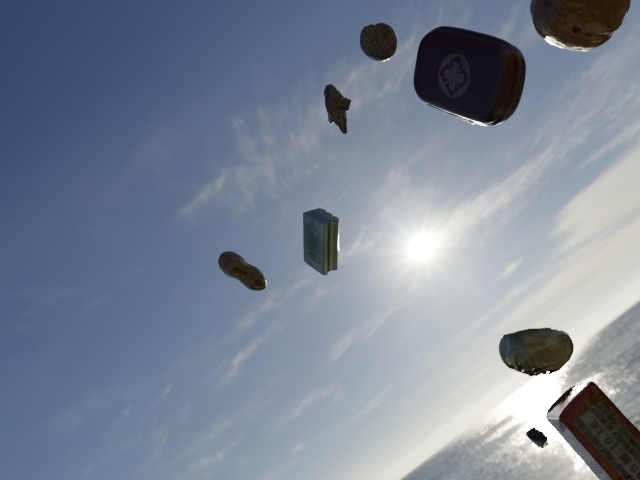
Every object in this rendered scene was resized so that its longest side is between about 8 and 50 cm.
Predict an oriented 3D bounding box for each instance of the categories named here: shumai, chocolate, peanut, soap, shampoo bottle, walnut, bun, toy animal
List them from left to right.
[{"bbox_3d":[-0.265,0.107,1.862,0.089,0.193,0.089,-57,5,8],"label":"peanut"},{"bbox_3d":[0.000,0.000,1.766,0.066,0.119,0.198,-25,-49,-34],"label":"soap"},{"bbox_3d":[0.056,-0.495,2.045,0.089,0.179,0.188,-21,-64,-7],"label":"toy animal"},{"bbox_3d":[0.215,-0.715,1.939,0.116,0.145,0.145,-47,-13,-40],"label":"shumai"},{"bbox_3d":[0.776,0.407,1.947,0.259,0.152,0.259,3,-25,1],"label":"bun"},{"bbox_3d":[0.508,0.461,1.274,0.137,0.048,0.027,46,-123,-50],"label":"shampoo bottle"},{"bbox_3d":[0.617,-0.556,1.294,0.195,0.221,0.195,-157,90,-87],"label":"walnut"},{"bbox_3d":[0.579,0.411,1.101,0.108,0.237,0.235,-37,-21,1],"label":"chocolate"}]

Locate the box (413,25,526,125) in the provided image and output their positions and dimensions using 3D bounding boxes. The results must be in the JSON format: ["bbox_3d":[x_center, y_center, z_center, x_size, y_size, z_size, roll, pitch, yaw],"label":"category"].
[{"bbox_3d":[0.450,-0.515,1.696,0.108,0.404,0.263,-16,-55,-31],"label":"box"}]
